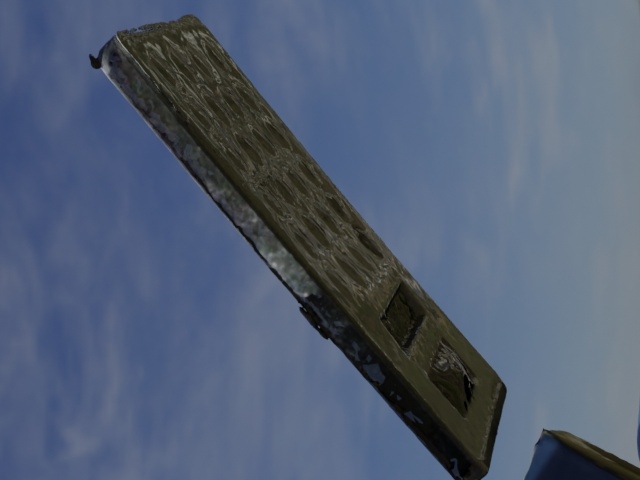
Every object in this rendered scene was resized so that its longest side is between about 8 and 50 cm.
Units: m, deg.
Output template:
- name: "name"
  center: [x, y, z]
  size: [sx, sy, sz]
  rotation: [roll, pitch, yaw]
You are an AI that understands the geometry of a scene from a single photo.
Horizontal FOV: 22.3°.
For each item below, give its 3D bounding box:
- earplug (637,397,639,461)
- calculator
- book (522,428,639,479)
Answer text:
- name: "earplug"
  center: [0.297, 0.102, 1.207]
  size: [0.273, 0.132, 0.132]
  rotation: [-61, -32, -57]
- name: "calculator"
  center: [0.000, 0.000, 0.777]
  size: [0.261, 0.021, 0.161]
  rotation: [49, -166, -2]
- name: "book"
  center: [0.191, 0.374, 1.028]
  size: [0.039, 0.300, 0.428]
  rotation: [4, -70, -56]
